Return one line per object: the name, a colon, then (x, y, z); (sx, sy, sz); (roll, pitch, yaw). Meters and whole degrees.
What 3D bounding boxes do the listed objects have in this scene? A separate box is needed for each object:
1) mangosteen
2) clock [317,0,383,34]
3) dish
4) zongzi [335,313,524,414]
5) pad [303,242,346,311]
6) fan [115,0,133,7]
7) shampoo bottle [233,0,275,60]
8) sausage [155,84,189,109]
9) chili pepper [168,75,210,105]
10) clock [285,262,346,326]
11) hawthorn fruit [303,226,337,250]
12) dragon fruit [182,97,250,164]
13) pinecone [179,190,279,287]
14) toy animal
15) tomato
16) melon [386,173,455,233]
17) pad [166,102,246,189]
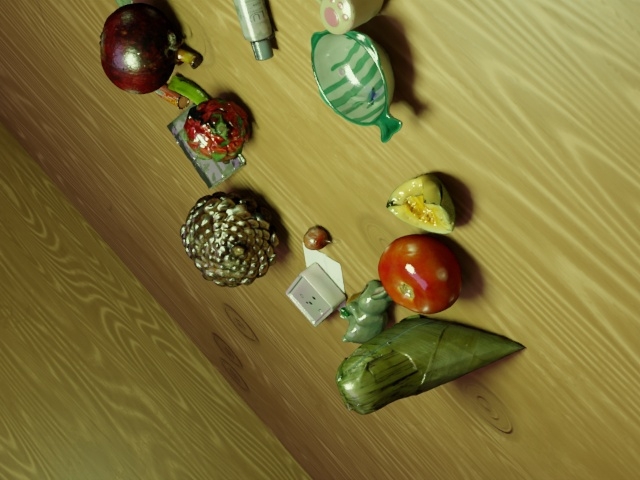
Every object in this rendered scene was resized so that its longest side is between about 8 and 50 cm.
mangosteen: (-0.439, -0.498, 1.695); (0.262, 0.235, 0.235); (7, 150, -10)
clock: (0.022, -0.527, 1.046); (0.284, 0.114, 0.309); (49, 151, 7)
dish: (0.085, -0.311, 1.239); (0.246, 0.078, 0.224); (52, 152, 1)
zongzi: (0.239, 0.296, 1.486); (0.361, 0.323, 0.159); (-1, 115, 52)
pad: (0.015, 0.116, 1.923); (0.156, 0.004, 0.232); (30, 145, 36)
fan: (-0.574, -0.729, 1.794); (0.131, 0.009, 0.240); (18, 137, 43)
shampoo bottle: (-0.147, -0.492, 1.382); (0.072, 0.072, 0.214); (24, 142, 41)
sausage: (-0.449, -0.434, 1.917); (0.145, 0.048, 0.050); (33, -175, 33)
chili pepper: (-0.363, -0.413, 1.812); (0.202, 0.052, 0.050); (37, 180, 24)
clock: (-0.016, 0.167, 1.954); (0.150, 0.063, 0.197); (48, 153, 6)
hawthorn fruit: (0.000, 0.000, 1.748); (0.103, 0.067, 0.066); (16, 136, 44)
dragon fruit: (-0.272, -0.287, 1.703); (0.182, 0.182, 0.188); (47, 133, 9)
pinecone: (-0.268, -0.010, 1.935); (0.296, 0.242, 0.298); (24, 121, 44)
toy animal: (0.140, 0.172, 1.718); (0.125, 0.127, 0.251); (54, 140, 21)
tomato: (0.223, 0.072, 1.427); (0.195, 0.136, 0.195); (33, 147, 25)
melon: (0.225, -0.073, 1.329); (0.128, 0.079, 0.160); (44, 156, -27)
pad: (-0.334, -0.279, 1.888); (0.174, 0.022, 0.233); (-29, 98, 37)
